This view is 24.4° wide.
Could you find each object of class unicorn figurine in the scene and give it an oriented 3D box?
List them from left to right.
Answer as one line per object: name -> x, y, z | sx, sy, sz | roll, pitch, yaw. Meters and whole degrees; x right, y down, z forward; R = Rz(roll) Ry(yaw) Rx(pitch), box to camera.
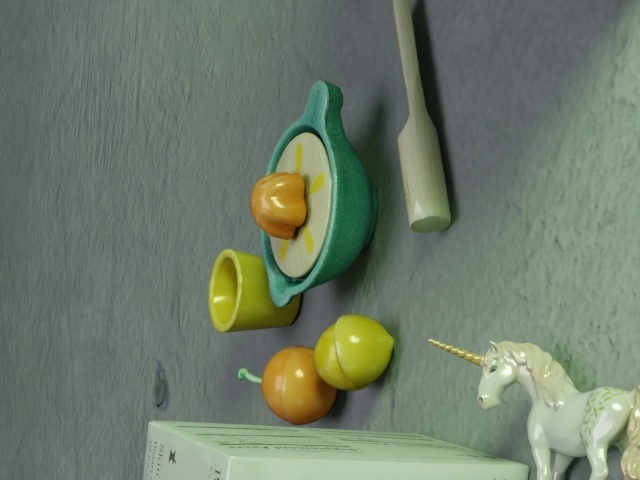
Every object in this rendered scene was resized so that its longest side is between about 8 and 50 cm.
unicorn figurine -> 0.138, 0.109, 0.834 | 0.162, 0.060, 0.111 | -9, 76, 47

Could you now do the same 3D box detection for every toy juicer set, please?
toy juicer set -> 0.000, 0.000, 1.093 | 0.329, 0.089, 0.209 | -62, 33, 37

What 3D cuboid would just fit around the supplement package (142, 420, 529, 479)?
supplement package -> -0.004, 0.254, 0.916 | 0.145, 0.204, 0.262 | 2, 86, 64
